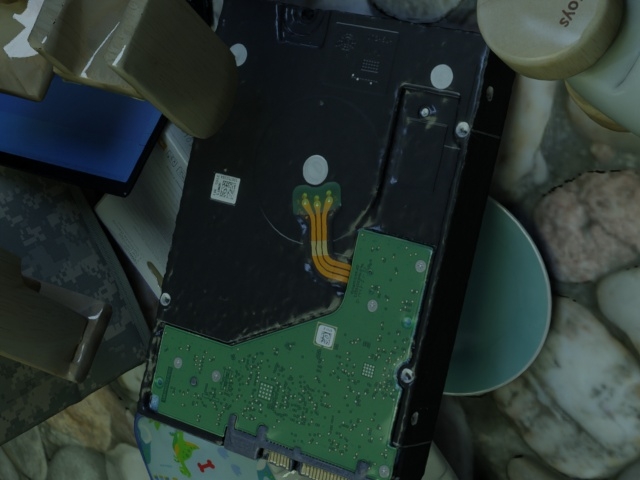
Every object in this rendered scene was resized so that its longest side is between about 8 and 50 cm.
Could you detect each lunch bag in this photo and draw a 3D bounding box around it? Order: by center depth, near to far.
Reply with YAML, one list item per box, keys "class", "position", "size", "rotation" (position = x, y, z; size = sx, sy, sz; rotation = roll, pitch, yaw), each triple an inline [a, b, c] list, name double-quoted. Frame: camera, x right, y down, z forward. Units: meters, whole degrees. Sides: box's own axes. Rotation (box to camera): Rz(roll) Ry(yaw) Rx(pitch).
- class: "lunch bag"
  position: [-0.326, 0.033, 1.235]
  size: [0.169, 0.235, 0.287]
  rotation: [-6, 108, 51]
- class: "lunch bag"
  position: [-0.063, 0.222, 1.250]
  size: [0.219, 0.090, 0.176]
  rotation: [3, 119, 38]

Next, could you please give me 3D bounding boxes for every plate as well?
- class: "plate"
  position: [0.095, 0.035, 1.052]
  size: [0.188, 0.024, 0.188]
  rotation: [12, 116, 25]

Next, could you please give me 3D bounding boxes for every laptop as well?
- class: "laptop"
  position: [-0.222, -0.201, 1.100]
  size: [0.234, 0.136, 0.264]
  rotation: [14, 124, 31]

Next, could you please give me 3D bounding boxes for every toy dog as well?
- class: "toy dog"
  position: [0.263, -0.110, 0.768]
  size: [0.333, 0.220, 0.161]
  rotation: [29, 98, 12]

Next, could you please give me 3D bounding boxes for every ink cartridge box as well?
- class: "ink cartridge box"
  position: [-0.102, 0.010, 1.176]
  size: [0.206, 0.045, 0.208]
  rotation: [54, 148, 1]

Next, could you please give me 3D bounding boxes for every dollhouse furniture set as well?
- class: "dollhouse furniture set"
  position: [-0.233, -0.124, 1.008]
  size: [0.362, 0.256, 0.394]
  rotation: [16, 78, 24]

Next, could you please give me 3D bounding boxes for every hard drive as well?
- class: "hard drive"
  position: [0.000, 0.000, 0.997]
  size: [0.236, 0.064, 0.339]
  rotation: [14, 94, 31]

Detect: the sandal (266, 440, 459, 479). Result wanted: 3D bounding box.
- class: "sandal"
  position: [0.070, 0.262, 1.149]
  size: [0.169, 0.102, 0.416]
  rotation: [-20, 108, -2]
